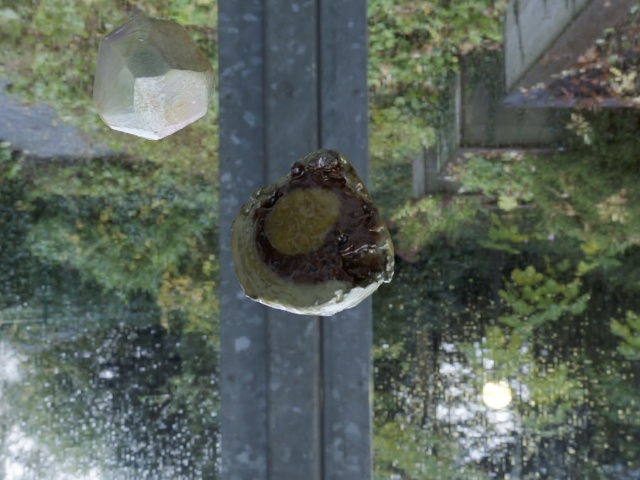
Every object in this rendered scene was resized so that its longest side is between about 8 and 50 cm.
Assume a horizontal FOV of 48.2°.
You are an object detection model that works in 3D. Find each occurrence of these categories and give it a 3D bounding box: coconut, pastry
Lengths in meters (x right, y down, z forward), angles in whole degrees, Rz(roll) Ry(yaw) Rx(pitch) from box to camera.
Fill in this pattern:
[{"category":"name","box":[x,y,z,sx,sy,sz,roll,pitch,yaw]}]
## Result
[{"category":"coconut","box":[-0.322,-0.299,1.329,0.197,0.237,0.237,42,-157,30]},{"category":"pastry","box":[-0.003,0.009,1.122,0.237,0.256,0.170,-33,151,14]}]
